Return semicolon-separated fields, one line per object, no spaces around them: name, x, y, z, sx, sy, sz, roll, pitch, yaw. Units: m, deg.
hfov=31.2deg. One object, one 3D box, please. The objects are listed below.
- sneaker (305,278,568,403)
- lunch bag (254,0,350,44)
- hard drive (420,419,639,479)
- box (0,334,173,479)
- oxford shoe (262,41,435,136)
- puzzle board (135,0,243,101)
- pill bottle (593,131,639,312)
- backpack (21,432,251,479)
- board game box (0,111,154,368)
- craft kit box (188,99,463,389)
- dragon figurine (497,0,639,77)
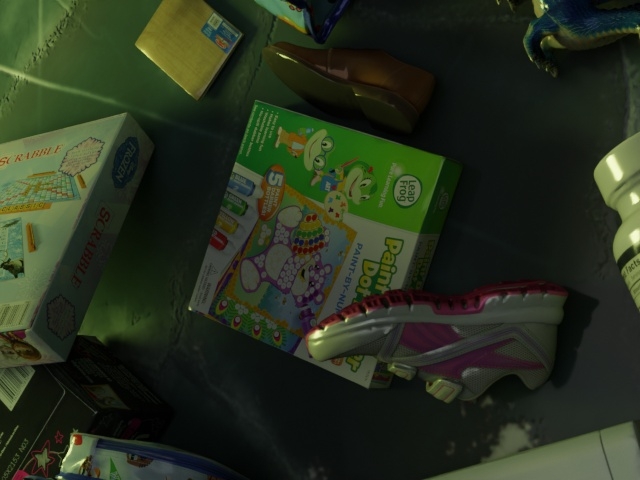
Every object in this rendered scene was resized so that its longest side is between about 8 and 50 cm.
sneaker;0.111;0.104;1.091;0.252;0.103;0.111;-5;95;10
lunch bag;-0.009;-0.404;1.255;0.221;0.138;0.293;38;90;28
hard drive;0.170;0.330;1.088;0.353;0.047;0.233;-22;74;26
box;-0.317;0.248;1.326;0.163;0.142;0.247;38;102;29
oxford shoe;0.030;-0.178;1.230;0.212;0.076;0.076;25;69;30
puzzle board;-0.157;-0.239;1.369;0.128;0.011;0.096;42;104;27
pill bottle;0.340;0.032;0.963;0.153;0.153;0.265;-29;71;24
backpack;-0.162;0.321;1.177;0.263;0.276;0.213;14;78;27
board game box;-0.380;0.010;1.347;0.318;0.066;0.318;-8;47;29
craft kit box;0.000;0.000;1.224;0.246;0.061;0.250;19;94;28
dragon figurine;0.240;-0.257;1.096;0.144;0.085;0.289;-36;68;22
